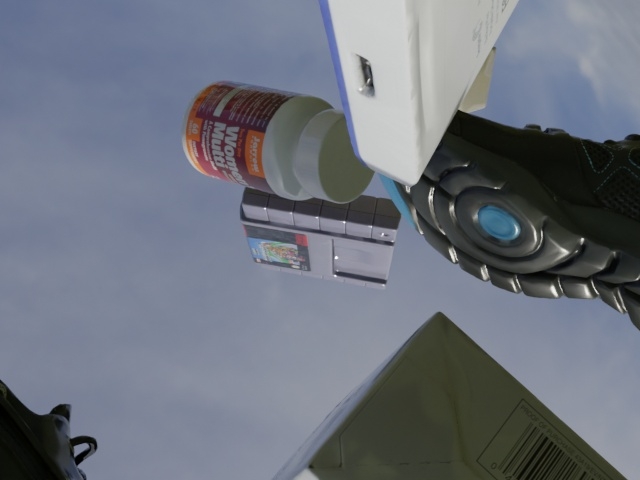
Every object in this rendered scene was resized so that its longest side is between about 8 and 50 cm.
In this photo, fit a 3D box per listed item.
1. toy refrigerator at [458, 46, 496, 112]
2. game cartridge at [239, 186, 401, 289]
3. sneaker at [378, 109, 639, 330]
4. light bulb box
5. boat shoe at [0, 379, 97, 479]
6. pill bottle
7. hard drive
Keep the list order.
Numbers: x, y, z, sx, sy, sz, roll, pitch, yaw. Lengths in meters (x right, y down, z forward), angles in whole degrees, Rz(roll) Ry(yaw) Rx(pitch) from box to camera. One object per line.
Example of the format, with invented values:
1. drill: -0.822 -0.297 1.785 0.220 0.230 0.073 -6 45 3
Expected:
1. toy refrigerator: 0.135 -0.211 1.217 0.102 0.094 0.269 14 -163 21
2. game cartridge: 0.000 0.000 1.492 0.230 0.355 0.068 6 -106 3
3. sneaker: 0.202 -0.025 0.729 0.341 0.125 0.139 28 -119 11
4. light bulb box: 0.129 0.324 1.047 0.358 0.361 0.225 43 -119 5
5. boat shoe: -0.182 0.119 0.521 0.340 0.127 0.113 47 -140 -17
6. pill bottle: -0.049 -0.113 1.121 0.221 0.121 0.121 18 -171 41
7. hard drive: 0.098 -0.201 0.439 0.040 0.318 0.210 26 167 15
